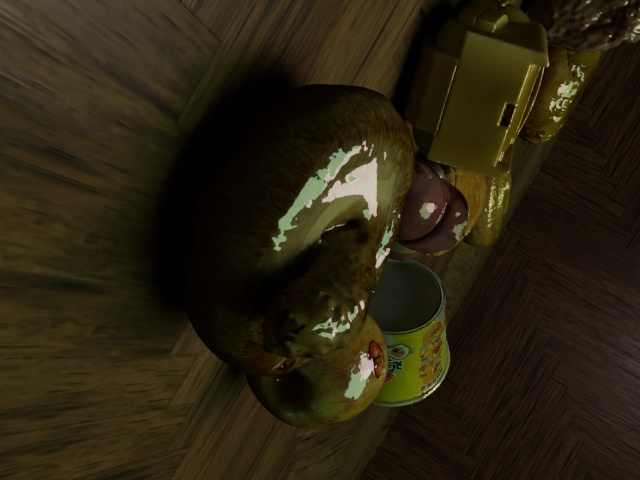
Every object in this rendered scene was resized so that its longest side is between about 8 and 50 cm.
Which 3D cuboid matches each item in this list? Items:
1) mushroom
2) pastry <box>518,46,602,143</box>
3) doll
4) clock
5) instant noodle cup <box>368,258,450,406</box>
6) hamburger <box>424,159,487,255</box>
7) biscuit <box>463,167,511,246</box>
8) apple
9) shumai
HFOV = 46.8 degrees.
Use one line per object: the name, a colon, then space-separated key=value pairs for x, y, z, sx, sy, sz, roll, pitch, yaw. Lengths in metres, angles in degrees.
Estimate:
mushroom: x=-0.019 y=-0.014 z=0.828 sx=0.345 sy=0.239 sz=0.345 roll=-45 pitch=178 yaw=-2
pastry: x=0.621 y=-0.418 z=1.970 sx=0.356 sy=0.163 sz=0.356 roll=-53 pitch=160 yaw=-29
doll: x=0.143 y=-0.056 z=1.211 sx=0.256 sy=0.196 sz=0.152 roll=68 pitch=36 yaw=-77
clock: x=0.273 y=-0.270 z=1.234 sx=0.317 sy=0.200 sz=0.244 roll=-48 pitch=159 yaw=-56
instant noodle cup: x=0.139 y=0.166 z=1.464 sx=0.264 sy=0.264 sz=0.200 roll=-46 pitch=151 yaw=-36
hamburger: x=0.224 y=-0.079 z=1.457 sx=0.282 sy=0.155 sz=0.245 roll=-60 pitch=156 yaw=-15
biscuit: x=0.423 y=-0.129 z=1.853 sx=0.296 sy=0.101 sz=0.297 roll=7 pitch=90 yaw=-74
apple: x=-0.003 y=0.187 z=1.151 sx=0.188 sy=0.211 sz=0.211 roll=-36 pitch=150 yaw=-51
shumai: x=0.563 y=-0.551 z=1.507 sx=0.314 sy=0.267 sz=0.262 roll=-24 pitch=142 yaw=8
